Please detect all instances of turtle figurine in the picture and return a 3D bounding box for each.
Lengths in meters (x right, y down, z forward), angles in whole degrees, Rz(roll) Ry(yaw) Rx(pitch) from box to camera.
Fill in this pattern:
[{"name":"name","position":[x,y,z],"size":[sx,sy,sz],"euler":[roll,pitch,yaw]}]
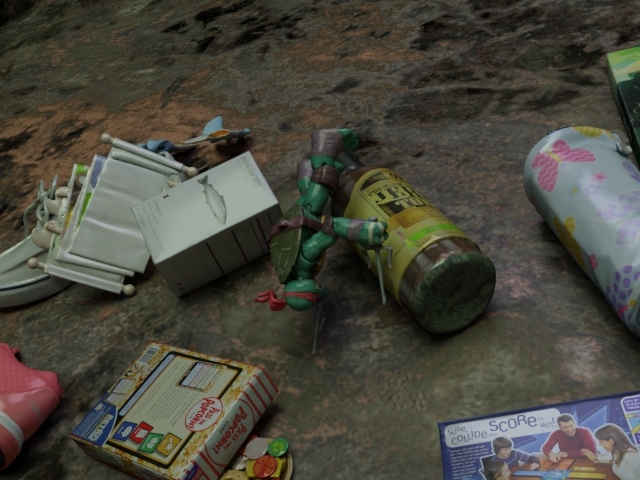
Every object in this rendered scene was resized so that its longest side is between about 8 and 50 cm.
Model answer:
[{"name":"turtle figurine","position":[0.000,0.000,0.806],"size":[0.175,0.118,0.234],"euler":[-30,51,53]}]

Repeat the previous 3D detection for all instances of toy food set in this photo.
[{"name":"toy food set","position":[-0.068,0.232,0.720],"size":[0.083,0.020,0.082],"euler":[-7,39,20]}]

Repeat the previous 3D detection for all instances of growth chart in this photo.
[{"name":"growth chart","position":[-0.302,-0.040,1.032],"size":[0.237,0.172,0.021],"euler":[-68,14,-17]}]

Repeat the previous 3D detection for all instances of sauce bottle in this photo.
[{"name":"sauce bottle","position":[0.080,-0.025,0.887],"size":[0.111,0.111,0.344],"euler":[-29,39,-9]}]

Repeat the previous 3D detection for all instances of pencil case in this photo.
[{"name":"pencil case","position":[0.320,-0.017,0.757],"size":[0.124,0.113,0.273],"euler":[-18,38,2]}]

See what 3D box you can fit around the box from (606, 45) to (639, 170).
[{"name":"box","position":[0.504,-0.159,0.883],"size":[0.232,0.058,0.322],"euler":[-9,39,16]}]

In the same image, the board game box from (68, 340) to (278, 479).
[{"name":"board game box","position":[-0.163,0.190,0.782],"size":[0.194,0.045,0.146],"euler":[5,44,41]}]

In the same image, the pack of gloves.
[{"name":"pack of gloves","position":[-0.226,-0.178,1.196],"size":[0.195,0.046,0.232],"euler":[-10,7,6]}]

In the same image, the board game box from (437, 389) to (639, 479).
[{"name":"board game box","position":[0.207,0.203,0.608],"size":[0.201,0.035,0.136],"euler":[-12,38,13]}]

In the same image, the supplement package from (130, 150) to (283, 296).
[{"name":"supplement package","position":[-0.147,-0.022,0.979],"size":[0.179,0.105,0.105],"euler":[-27,59,-7]}]

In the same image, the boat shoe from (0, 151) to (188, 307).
[{"name":"boat shoe","position":[-0.378,-0.037,1.092],"size":[0.367,0.156,0.136],"euler":[-25,37,-5]}]

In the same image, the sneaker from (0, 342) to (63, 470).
[{"name":"sneaker","position":[-0.456,0.186,0.921],"size":[0.314,0.115,0.136],"euler":[15,40,30]}]
